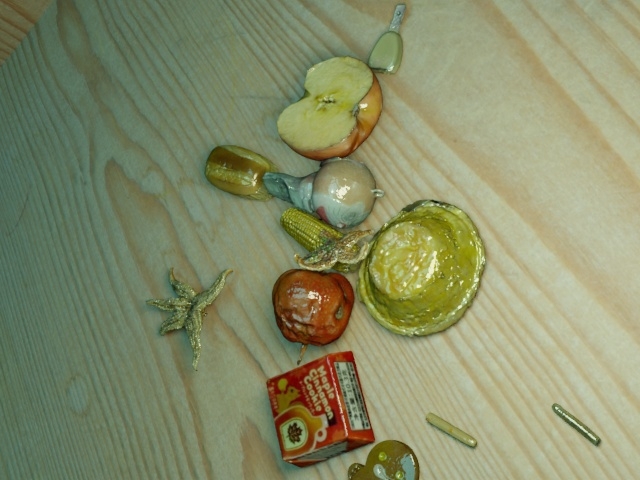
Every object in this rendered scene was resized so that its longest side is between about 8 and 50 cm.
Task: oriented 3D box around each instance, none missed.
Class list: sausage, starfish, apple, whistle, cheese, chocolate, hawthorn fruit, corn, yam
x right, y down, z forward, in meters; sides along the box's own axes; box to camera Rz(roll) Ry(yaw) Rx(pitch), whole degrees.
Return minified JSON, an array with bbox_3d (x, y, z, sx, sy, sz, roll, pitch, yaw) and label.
[{"bbox_3d":[0.293,0.425,1.712,0.132,0.024,0.024,25,93,37],"label":"sausage"},{"bbox_3d":[0.041,0.023,1.863,0.210,0.053,0.150,-29,48,-14],"label":"starfish"},{"bbox_3d":[0.046,-0.317,1.995,0.251,0.163,0.293,23,76,36],"label":"apple"},{"bbox_3d":[0.000,-0.116,1.956,0.348,0.189,0.189,4,80,27],"label":"whistle"},{"bbox_3d":[-0.399,0.212,2.236,0.293,0.084,0.301,5,77,41],"label":"starfish"},{"bbox_3d":[0.189,-0.536,2.038,0.097,0.037,0.192,16,88,37],"label":"cheese"},{"bbox_3d":[-0.009,0.413,1.884,0.235,0.108,0.237,-26,62,26],"label":"chocolate"},{"bbox_3d":[-0.023,0.193,1.898,0.207,0.207,0.243,7,86,37],"label":"hawthorn fruit"},{"bbox_3d":[-0.001,-0.003,1.976,0.260,0.091,0.091,32,57,33],"label":"corn"},{"bbox_3d":[0.521,0.374,1.563,0.116,0.021,0.021,41,103,37],"label":"yam"}]

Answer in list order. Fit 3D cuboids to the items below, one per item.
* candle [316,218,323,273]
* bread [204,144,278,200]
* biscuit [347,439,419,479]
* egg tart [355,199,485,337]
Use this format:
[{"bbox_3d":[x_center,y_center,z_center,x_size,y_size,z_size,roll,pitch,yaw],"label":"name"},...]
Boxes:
[{"bbox_3d":[-0.002,0.022,2.036,0.021,0.026,0.167,-4,71,11],"label":"candle"},{"bbox_3d":[-0.234,-0.199,2.212,0.236,0.106,0.140,19,87,37],"label":"bread"},{"bbox_3d":[0.138,0.573,1.781,0.180,0.039,0.236,39,99,37],"label":"biscuit"},{"bbox_3d":[0.221,0.057,1.797,0.341,0.132,0.341,-11,70,32],"label":"egg tart"}]
